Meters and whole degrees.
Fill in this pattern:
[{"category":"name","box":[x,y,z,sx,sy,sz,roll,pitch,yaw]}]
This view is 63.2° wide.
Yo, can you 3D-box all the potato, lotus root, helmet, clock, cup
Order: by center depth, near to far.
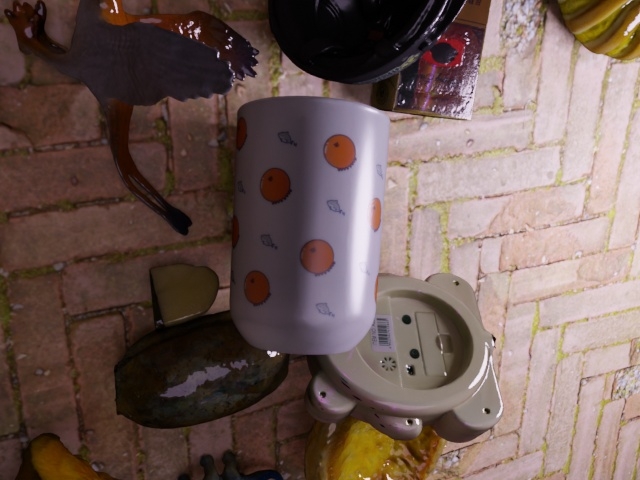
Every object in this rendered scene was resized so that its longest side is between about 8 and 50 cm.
[{"category":"helmet","box":[0.075,-0.329,0.708,0.278,0.160,0.231,-14,88,21]},{"category":"cup","box":[-0.020,-0.014,0.721,0.212,0.212,0.318,5,88,-22]},{"category":"potato","box":[-0.207,0.088,0.803,0.103,0.066,0.096,-6,70,-14]},{"category":"lotus root","box":[-0.180,0.203,0.805,0.274,0.152,0.160,-13,116,-16]},{"category":"clock","box":[0.125,0.180,0.857,0.309,0.284,0.114,4,145,-9]}]

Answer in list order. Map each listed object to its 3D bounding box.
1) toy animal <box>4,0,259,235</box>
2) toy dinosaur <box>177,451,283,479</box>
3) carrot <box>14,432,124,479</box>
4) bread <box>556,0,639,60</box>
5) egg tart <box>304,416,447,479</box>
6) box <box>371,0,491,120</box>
[{"category":"toy animal","box":[-0.258,-0.192,0.696,0.301,0.225,0.284,27,116,-13]},{"category":"toy dinosaur","box":[-0.153,0.451,0.874,0.247,0.188,0.075,14,108,-25]},{"category":"carrot","box":[-0.373,0.479,0.740,0.241,0.241,0.341,25,73,-25]},{"category":"bread","box":[0.546,-0.463,0.871,0.332,0.160,0.333,-6,109,-18]},{"category":"egg tart","box":[0.100,0.354,0.973,0.318,0.128,0.319,-7,110,-20]},{"category":"box","box":[0.180,-0.320,0.827,0.159,0.071,0.240,1,105,-23]}]
